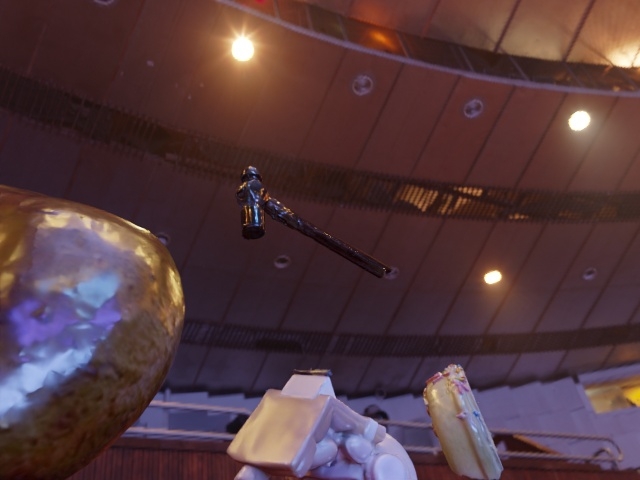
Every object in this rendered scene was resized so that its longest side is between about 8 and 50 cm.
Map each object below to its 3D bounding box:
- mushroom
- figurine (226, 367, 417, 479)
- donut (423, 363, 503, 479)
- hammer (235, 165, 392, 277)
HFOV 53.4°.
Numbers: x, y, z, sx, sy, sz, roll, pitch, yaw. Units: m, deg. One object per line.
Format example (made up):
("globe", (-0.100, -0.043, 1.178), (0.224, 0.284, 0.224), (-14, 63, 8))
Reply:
("mushroom", (-0.223, 0.080, 0.432), (0.267, 0.267, 0.255), (-21, -64, 11))
("figurine", (0.021, 0.251, 0.674), (0.162, 0.141, 0.237), (-8, -47, 40))
("donut", (0.170, 0.219, 0.803), (0.065, 0.166, 0.108), (-23, -76, 8))
("hammer", (0.000, 0.000, 0.542), (0.021, 0.065, 0.178), (-32, -46, 33))
